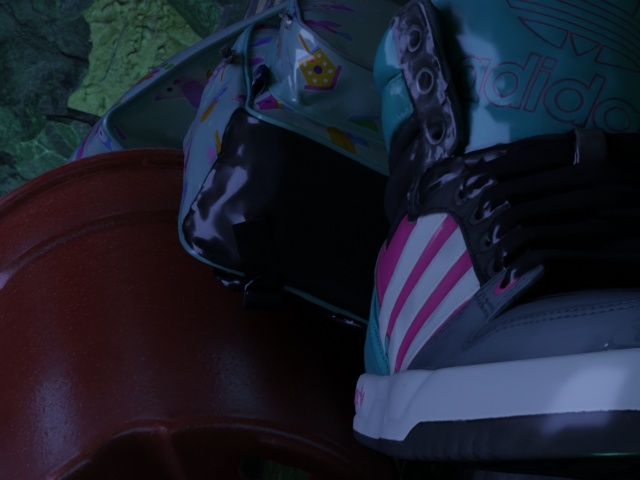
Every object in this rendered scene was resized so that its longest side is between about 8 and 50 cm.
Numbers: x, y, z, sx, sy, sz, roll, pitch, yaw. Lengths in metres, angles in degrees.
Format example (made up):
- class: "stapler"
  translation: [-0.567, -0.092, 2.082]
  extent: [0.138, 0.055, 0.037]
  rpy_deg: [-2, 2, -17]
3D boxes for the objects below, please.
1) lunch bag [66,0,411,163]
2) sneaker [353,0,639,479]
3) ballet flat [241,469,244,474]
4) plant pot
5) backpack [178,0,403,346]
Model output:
- class: "lunch bag"
  translation: [-0.034, -0.071, 1.003]
  extent: [0.262, 0.160, 0.223]
  rpy_deg: [-40, 4, -25]
- class: "sneaker"
  translation: [0.083, -0.014, 0.473]
  extent: [0.295, 0.123, 0.178]
  rpy_deg: [157, 120, -79]
- class: "ballet flat"
  translation: [-0.139, 0.151, 1.066]
  extent: [0.164, 0.182, 0.483]
  rpy_deg: [-63, -12, -13]
- class: "plant pot"
  translation: [-0.074, 0.121, 0.747]
  extent: [0.265, 0.272, 0.272]
  rpy_deg: [-121, 49, -66]
- class: "backpack"
  translation: [0.019, -0.043, 0.718]
  extent: [0.188, 0.165, 0.144]
  rpy_deg: [-116, 48, -71]
